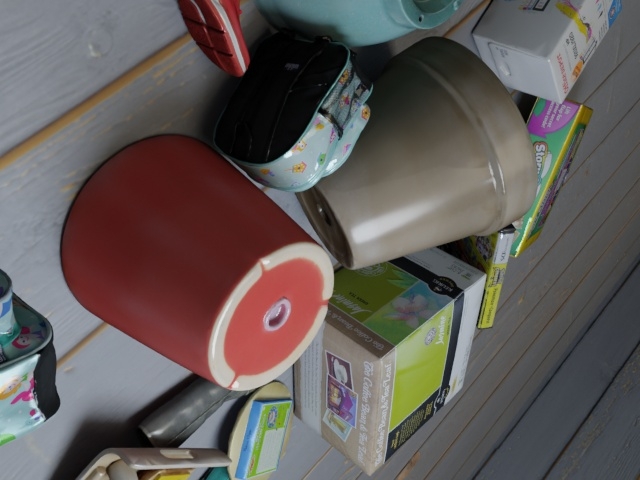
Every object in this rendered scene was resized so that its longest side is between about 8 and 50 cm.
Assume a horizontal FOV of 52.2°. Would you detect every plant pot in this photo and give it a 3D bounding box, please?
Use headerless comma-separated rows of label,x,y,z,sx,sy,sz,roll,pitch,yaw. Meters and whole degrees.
plant pot,-0.134,0.038,0.806,0.275,0.243,0.275,-33,138,-35
plant pot,0.076,-0.372,0.807,0.293,0.196,0.293,-32,137,-35
plant pot,0.116,-0.103,1.008,0.280,0.323,0.323,-31,139,-11

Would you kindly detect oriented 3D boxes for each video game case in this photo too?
video game case,0.312,0.002,1.354,0.035,0.275,0.248,-5,126,-9

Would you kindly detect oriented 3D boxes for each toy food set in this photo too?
toy food set,-0.295,0.425,0.976,0.306,0.092,0.220,-47,147,11

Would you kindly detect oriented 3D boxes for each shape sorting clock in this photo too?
shape sorting clock,-0.113,0.370,1.240,0.206,0.040,0.206,-37,132,-55

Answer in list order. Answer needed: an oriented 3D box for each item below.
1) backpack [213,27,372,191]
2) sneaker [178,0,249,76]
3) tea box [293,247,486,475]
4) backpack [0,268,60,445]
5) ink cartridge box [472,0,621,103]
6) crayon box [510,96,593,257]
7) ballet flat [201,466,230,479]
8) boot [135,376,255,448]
backpack,-0.038,-0.155,0.846,0.188,0.166,0.144,-57,145,-14
sneaker,-0.099,-0.302,0.734,0.128,0.087,0.221,-45,145,-19
tea box,0.130,0.215,1.300,0.323,0.220,0.329,-31,137,-37
backpack,-0.381,0.104,0.552,0.253,0.225,0.191,-29,134,-40
ink cartridge box,0.439,-0.420,1.260,0.232,0.168,0.171,-57,147,-2
crayon box,0.521,-0.162,1.569,0.313,0.106,0.363,-16,128,-62
ballet flat,-0.219,0.489,1.200,0.188,0.070,0.070,-42,143,-21
boot,-0.199,0.239,1.040,0.208,0.076,0.189,-26,132,-30
